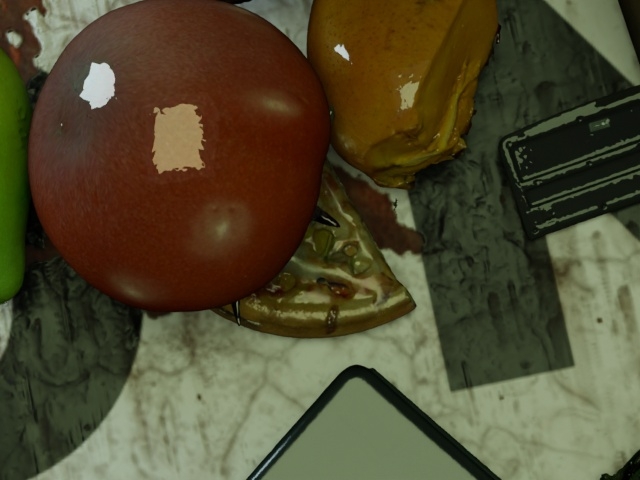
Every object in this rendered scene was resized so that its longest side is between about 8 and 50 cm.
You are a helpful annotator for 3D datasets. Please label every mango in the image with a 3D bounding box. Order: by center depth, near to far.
[{"bbox_3d":[-0.288,-0.058,1.569,0.111,0.125,0.232,-1,112,11],"label":"mango"},{"bbox_3d":[0.067,-0.174,1.592,0.154,0.126,0.252,-4,71,21],"label":"mango"}]

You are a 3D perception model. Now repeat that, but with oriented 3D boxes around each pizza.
[{"bbox_3d":[0.000,0.000,1.612,0.185,0.036,0.176,13,82,3],"label":"pizza"}]

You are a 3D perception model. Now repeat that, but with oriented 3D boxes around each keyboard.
[{"bbox_3d":[0.242,-0.068,1.611,0.381,0.041,0.103,-19,94,-7],"label":"keyboard"}]

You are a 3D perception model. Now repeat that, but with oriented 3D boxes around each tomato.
[{"bbox_3d":[-0.113,-0.070,1.518,0.224,0.256,0.255,14,79,-40],"label":"tomato"}]

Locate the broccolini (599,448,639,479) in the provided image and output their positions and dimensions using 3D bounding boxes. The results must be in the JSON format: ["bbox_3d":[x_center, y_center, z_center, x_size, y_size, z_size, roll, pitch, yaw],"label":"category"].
[{"bbox_3d":[0.306,0.150,1.584,0.042,0.044,0.218,39,79,22],"label":"broccolini"}]

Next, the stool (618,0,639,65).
[{"bbox_3d":[0.328,-0.308,1.512,0.310,0.310,0.226,-32,82,0],"label":"stool"}]

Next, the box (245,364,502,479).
[{"bbox_3d":[0.064,0.228,1.568,0.230,0.050,0.160,41,84,7],"label":"box"}]

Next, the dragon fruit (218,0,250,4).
[{"bbox_3d":[-0.099,-0.323,1.577,0.293,0.234,0.233,34,83,29],"label":"dragon fruit"}]
